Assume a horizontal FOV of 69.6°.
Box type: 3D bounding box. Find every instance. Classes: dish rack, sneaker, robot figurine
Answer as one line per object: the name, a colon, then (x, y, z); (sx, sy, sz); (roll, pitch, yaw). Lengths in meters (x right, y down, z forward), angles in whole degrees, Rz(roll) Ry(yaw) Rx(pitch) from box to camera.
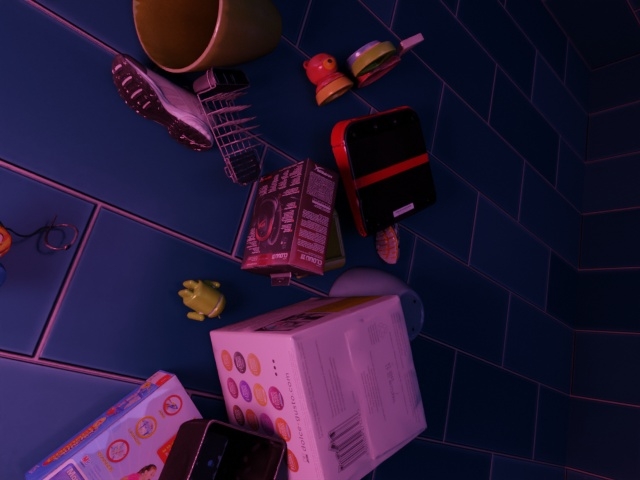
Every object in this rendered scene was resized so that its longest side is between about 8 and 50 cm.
dish rack: (-0.201, -0.273, 1.120); (0.208, 0.074, 0.271); (-54, 126, -67)
sneaker: (0.226, -0.031, 1.501); (0.083, 0.084, 0.214); (-10, 90, -45)
sneaker: (-0.350, -0.322, 1.057); (0.271, 0.100, 0.108); (40, 52, -36)
robot figurine: (-0.271, 0.136, 1.075); (0.115, 0.067, 0.101); (38, 54, -30)

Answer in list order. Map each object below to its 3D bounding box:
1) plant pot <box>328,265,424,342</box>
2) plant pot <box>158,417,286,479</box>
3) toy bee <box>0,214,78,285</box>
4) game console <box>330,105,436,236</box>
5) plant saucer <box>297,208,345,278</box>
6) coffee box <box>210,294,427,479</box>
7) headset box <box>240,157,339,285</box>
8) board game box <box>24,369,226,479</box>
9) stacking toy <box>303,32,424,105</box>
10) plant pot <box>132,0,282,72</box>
plant pot: (0.189, 0.217, 1.366); (0.290, 0.195, 0.290); (6, 81, -40)
plant pot: (-0.212, 0.455, 0.908); (0.187, 0.167, 0.188); (33, 64, -32)
toy bee: (-0.593, 0.003, 0.764); (0.195, 0.162, 0.298); (22, 52, 11)
game console: (0.208, -0.226, 1.429); (0.387, 0.060, 0.342); (-25, 106, -38)
plant saucer: (0.000, 0.000, 1.332); (0.188, 0.045, 0.188); (-12, 92, -40)
coffee box: (-0.008, 0.332, 1.096); (0.338, 0.334, 0.337); (-13, 92, -42)
headset box: (-0.081, -0.032, 1.156); (0.110, 0.218, 0.293); (21, 71, -36)
board game box: (-0.363, 0.486, 0.945); (0.302, 0.086, 0.308); (-36, 108, -37)
stacking toy: (0.120, -0.550, 1.359); (0.309, 0.279, 0.130); (-35, 96, -36)
plant pot: (-0.230, -0.525, 1.089); (0.293, 0.275, 0.274); (-19, 97, -55)
